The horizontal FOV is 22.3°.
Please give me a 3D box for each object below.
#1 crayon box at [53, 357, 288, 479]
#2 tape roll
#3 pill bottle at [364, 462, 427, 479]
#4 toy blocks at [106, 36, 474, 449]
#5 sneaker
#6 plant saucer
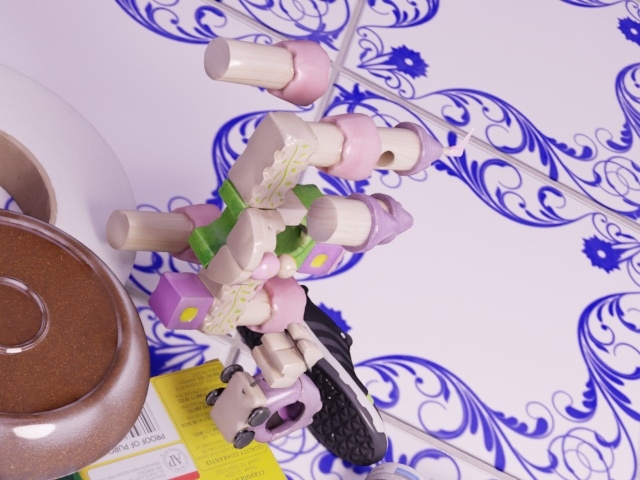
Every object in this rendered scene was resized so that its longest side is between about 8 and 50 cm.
[{"bbox_3d":[-0.116,0.279,1.517,0.202,0.081,0.318,-11,59,-37],"label":"crayon box"},{"bbox_3d":[-0.376,-0.032,1.634,0.392,0.072,0.392,16,47,-19],"label":"tape roll"},{"bbox_3d":[0.056,0.292,1.613,0.078,0.078,0.137,36,43,1],"label":"pill bottle"},{"bbox_3d":[0.000,0.000,1.596,0.260,0.288,0.309,4,40,-44],"label":"toy blocks"},{"bbox_3d":[0.012,0.128,1.724,0.097,0.084,0.234,-20,66,-43],"label":"sneaker"},{"bbox_3d":[-0.297,0.078,1.494,0.311,0.050,0.310,17,45,-18],"label":"plant saucer"}]
